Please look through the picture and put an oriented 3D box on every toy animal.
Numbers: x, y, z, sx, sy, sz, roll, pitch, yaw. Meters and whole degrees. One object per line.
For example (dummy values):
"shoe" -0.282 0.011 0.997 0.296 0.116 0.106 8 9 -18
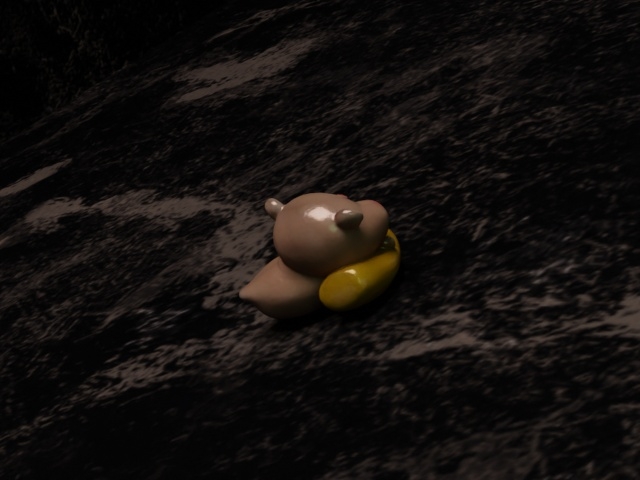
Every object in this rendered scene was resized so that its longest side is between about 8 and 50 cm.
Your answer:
"toy animal" 0.000 0.000 1.119 0.114 0.082 0.091 -13 21 43
